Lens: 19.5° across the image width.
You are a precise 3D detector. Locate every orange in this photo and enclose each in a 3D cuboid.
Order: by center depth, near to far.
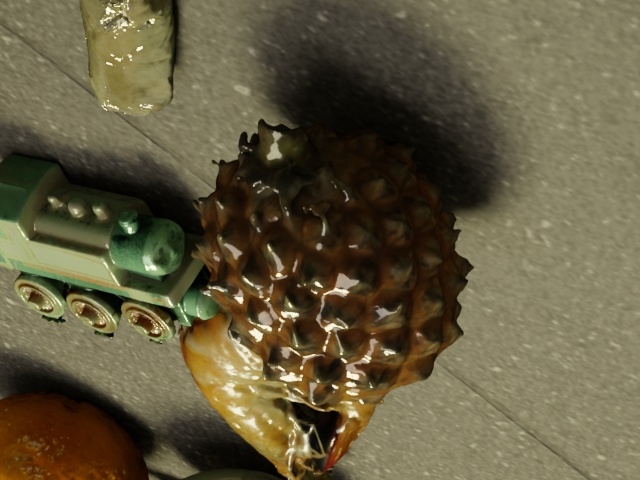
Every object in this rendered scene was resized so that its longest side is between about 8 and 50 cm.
[{"bbox_3d":[-0.259,0.237,1.757,0.193,0.161,0.193,19,140,17],"label":"orange"}]

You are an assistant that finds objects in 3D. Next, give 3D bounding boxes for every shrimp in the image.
[{"bbox_3d":[-0.012,0.130,1.455,0.152,0.063,0.287,-1,143,25],"label":"shrimp"}]

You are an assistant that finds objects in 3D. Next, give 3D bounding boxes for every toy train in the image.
[{"bbox_3d":[-0.162,0.008,1.347,0.194,0.081,0.125,11,145,32],"label":"toy train"}]

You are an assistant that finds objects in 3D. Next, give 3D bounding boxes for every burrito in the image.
[{"bbox_3d":[-0.115,-0.125,1.095,0.058,0.045,0.188,29,157,12],"label":"burrito"}]

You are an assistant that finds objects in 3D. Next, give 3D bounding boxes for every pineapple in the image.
[{"bbox_3d":[0.000,0.000,1.101,0.166,0.166,0.193,9,139,33],"label":"pineapple"}]

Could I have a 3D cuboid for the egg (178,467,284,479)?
[{"bbox_3d":[-0.078,0.295,1.667,0.217,0.183,0.183,-11,135,41],"label":"egg"}]
